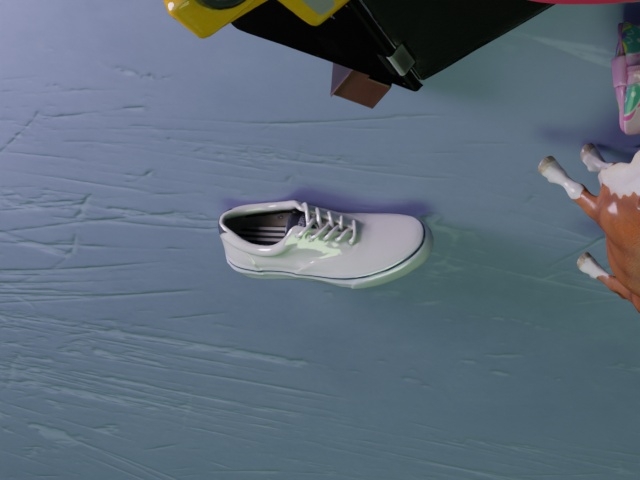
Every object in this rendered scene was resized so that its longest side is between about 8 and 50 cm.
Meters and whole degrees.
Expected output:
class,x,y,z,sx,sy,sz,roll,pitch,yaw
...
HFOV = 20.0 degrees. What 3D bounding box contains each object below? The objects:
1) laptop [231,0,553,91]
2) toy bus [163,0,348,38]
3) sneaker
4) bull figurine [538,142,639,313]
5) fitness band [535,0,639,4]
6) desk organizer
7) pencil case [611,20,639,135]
class,x,y,z,sx,sy,sz,roll,pitch,yaw
laptop,0.028,-0.344,1.621,0.408,0.236,0.382,23,162,42
toy bus,0.021,-0.285,1.436,0.333,0.108,0.130,-39,136,18
sneaker,0.000,0.000,2.115,0.258,0.094,0.091,-4,149,18
bull figurine,0.341,-0.017,1.946,0.188,0.101,0.310,40,162,41
fitness band,0.249,-0.290,1.517,0.291,0.054,0.209,-3,141,5
desk organizer,0.062,-0.192,1.863,0.050,0.047,0.130,18,145,-19
pencil case,0.428,-0.166,1.759,0.284,0.124,0.124,-1,145,15
